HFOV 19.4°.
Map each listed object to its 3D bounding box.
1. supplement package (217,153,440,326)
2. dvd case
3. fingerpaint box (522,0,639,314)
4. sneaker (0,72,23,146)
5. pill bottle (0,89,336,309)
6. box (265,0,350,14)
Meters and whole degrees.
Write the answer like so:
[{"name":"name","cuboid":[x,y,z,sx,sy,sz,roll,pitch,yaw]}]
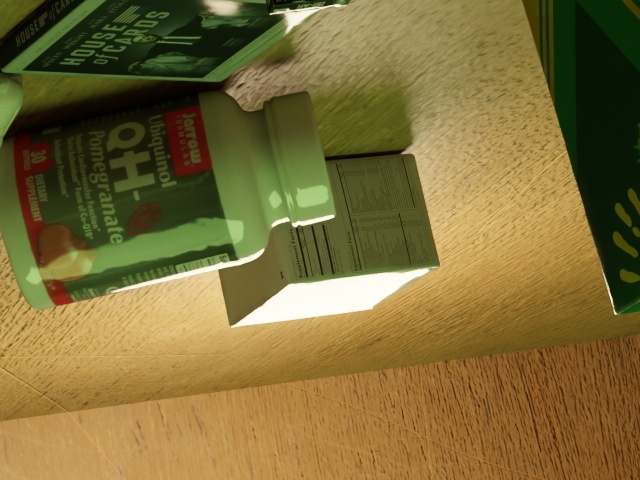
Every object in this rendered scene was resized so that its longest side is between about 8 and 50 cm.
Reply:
[{"name":"supplement package","cuboid":[0.000,0.000,2.252,0.203,0.149,0.194,-6,165,-27]},{"name":"dvd case","cuboid":[-0.135,-0.187,1.620,0.238,0.030,0.179,-2,163,-40]},{"name":"fingerpaint box","cuboid":[0.402,-0.159,1.506,0.444,0.371,0.163,-7,163,-26]},{"name":"sneaker","cuboid":[-0.320,-0.078,1.702,0.090,0.115,0.232,-6,165,-27]},{"name":"pill bottle","cuboid":[-0.152,-0.049,1.850,0.318,0.176,0.176,-14,167,0]},{"name":"box","cuboid":[-0.016,-0.222,1.469,0.067,0.083,0.018,-10,165,-17]}]
